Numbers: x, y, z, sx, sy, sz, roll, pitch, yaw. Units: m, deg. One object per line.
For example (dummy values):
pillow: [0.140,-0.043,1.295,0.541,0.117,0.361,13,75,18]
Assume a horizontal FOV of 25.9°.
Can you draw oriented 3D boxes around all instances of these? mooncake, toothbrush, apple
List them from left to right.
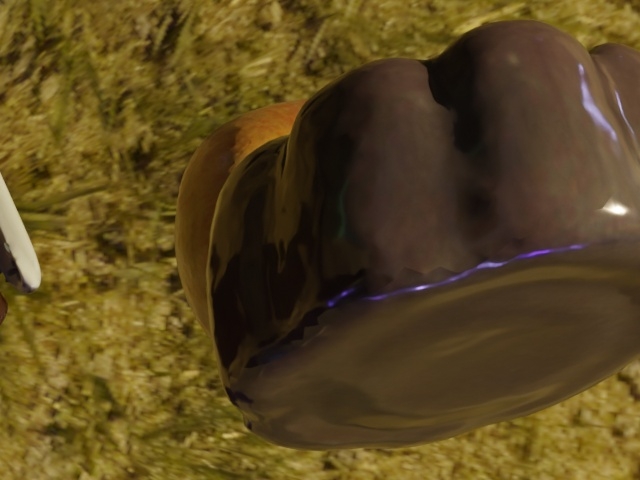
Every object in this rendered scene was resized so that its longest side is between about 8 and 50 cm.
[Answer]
toothbrush: [-0.194,-0.091,0.678,0.026,0.022,0.263,-14,73,-40]
apple: [0.000,0.000,1.794,0.391,0.346,0.391,1,71,-3]
mooncake: [0.081,0.007,0.816,0.306,0.306,0.154,1,60,-23]

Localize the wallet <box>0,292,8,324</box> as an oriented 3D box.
wallet: [-0.276,0.026,0.849,0.142,0.045,0.204,-55,145,-29]
